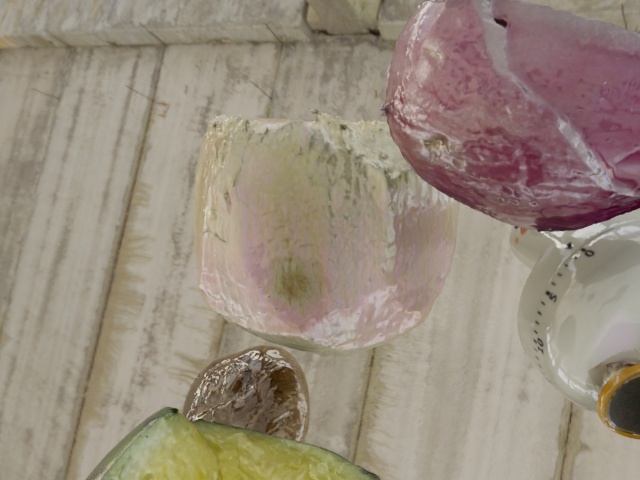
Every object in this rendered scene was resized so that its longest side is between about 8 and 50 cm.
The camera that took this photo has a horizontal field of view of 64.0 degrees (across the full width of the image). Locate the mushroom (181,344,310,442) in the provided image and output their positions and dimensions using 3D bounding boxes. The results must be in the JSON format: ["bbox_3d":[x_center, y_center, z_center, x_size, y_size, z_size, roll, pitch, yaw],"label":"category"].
[{"bbox_3d":[-0.137,0.306,0.909,0.278,0.146,0.278,-20,-126,31],"label":"mushroom"}]

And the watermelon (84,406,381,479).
[{"bbox_3d":[-0.081,0.296,0.388,0.189,0.330,0.331,-29,-110,37],"label":"watermelon"}]

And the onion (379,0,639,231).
[{"bbox_3d":[0.213,-0.076,0.435,0.348,0.267,0.159,31,-73,39],"label":"onion"}]

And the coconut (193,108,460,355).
[{"bbox_3d":[0.000,0.000,0.763,0.404,0.404,0.405,-4,-101,23],"label":"coconut"}]

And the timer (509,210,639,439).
[{"bbox_3d":[0.336,0.074,0.590,0.233,0.240,0.234,-3,-69,-8],"label":"timer"}]
